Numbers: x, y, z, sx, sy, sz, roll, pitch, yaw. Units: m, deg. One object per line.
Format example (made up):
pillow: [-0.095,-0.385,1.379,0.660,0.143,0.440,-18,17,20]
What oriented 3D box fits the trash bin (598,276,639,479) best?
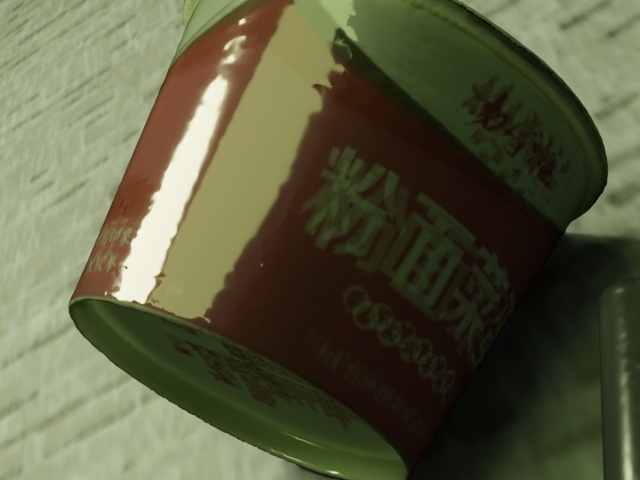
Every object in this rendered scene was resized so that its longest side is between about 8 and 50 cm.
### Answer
trash bin: [0.178,0.113,0.422,0.165,0.115,0.225,-17,41,29]

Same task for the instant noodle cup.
instant noodle cup: [0.000,0.000,0.656,0.235,0.235,0.178,3,60,48]
